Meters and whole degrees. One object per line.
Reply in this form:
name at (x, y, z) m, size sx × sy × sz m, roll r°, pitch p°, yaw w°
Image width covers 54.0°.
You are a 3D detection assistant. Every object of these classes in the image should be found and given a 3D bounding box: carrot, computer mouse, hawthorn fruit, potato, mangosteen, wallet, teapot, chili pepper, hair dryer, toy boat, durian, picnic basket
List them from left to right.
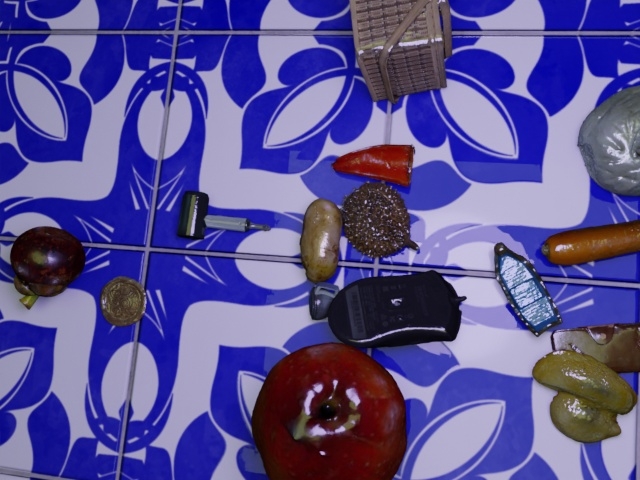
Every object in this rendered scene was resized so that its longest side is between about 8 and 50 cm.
mangosteen at (-0.575, 0.060, 1.337) m, size 0.145 × 0.156 × 0.181 m, roll -2°, pitch 111°, yaw -15°
hair dryer at (-0.199, -0.044, 1.323) m, size 0.197 × 0.057 × 0.101 m, roll 8°, pitch 83°, yaw 3°
potato at (0.000, 0.000, 1.245) m, size 0.080 × 0.107 × 0.171 m, roll 11°, pitch 86°, yaw -23°
teapot at (0.009, 0.117, 1.241) m, size 0.057 × 0.088 × 0.066 m, roll 1°, pitch 40°, yaw -10°
hawthorn fruit at (0.016, 0.311, 1.070) m, size 0.284 × 0.369 × 0.285 m, roll 1°, pitch 66°, yaw -2°
chili pepper at (0.103, -0.154, 1.275) m, size 0.168 × 0.065 × 0.088 m, roll 3°, pitch 66°, yaw 16°
durian at (0.116, -0.039, 1.235) m, size 0.188 × 0.091 × 0.148 m, roll 38°, pitch 90°, yaw 12°
computer mouse at (0.149, 0.140, 1.204) m, size 0.264 × 0.088 × 0.147 m, roll -8°, pitch 58°, yaw 6°
picnic basket at (0.159, -0.451, 1.223) m, size 0.175 × 0.228 × 0.313 m, roll -7°, pitch 79°, yaw 12°
toy boat at (0.379, 0.086, 1.173) m, size 0.075 × 0.077 × 0.186 m, roll -29°, pitch 77°, yaw 6°
wallet at (0.519, 0.202, 1.154) m, size 0.176 × 0.026 × 0.095 m, roll -6°, pitch 82°, yaw 11°
carrot at (0.524, 0.003, 1.165) m, size 0.225 × 0.067 × 0.067 m, roll -12°, pitch 79°, yaw 8°

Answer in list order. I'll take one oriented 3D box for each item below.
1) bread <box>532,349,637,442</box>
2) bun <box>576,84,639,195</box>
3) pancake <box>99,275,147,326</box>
bread at (0.464, 0.285, 1.123) m, size 0.187 × 0.065 × 0.149 m, roll 33°, pitch 102°, yaw 5°
bun at (0.597, -0.190, 1.158) m, size 0.221 × 0.108 × 0.221 m, roll -2°, pitch 80°, yaw 11°
pancake at (-0.425, 0.130, 1.352) m, size 0.114 × 0.011 × 0.115 m, roll -1°, pitch 81°, yaw 9°
